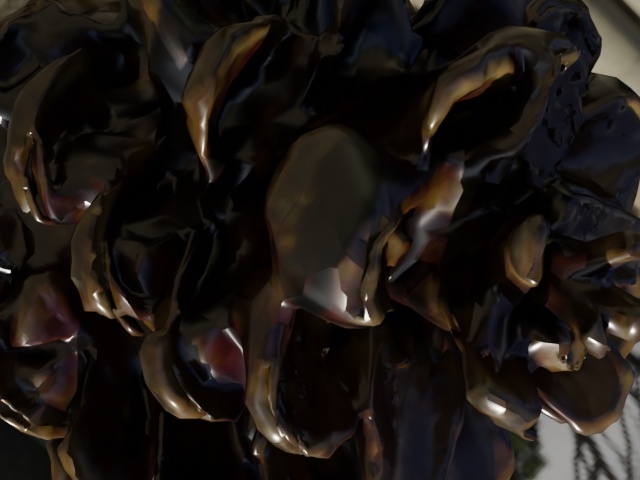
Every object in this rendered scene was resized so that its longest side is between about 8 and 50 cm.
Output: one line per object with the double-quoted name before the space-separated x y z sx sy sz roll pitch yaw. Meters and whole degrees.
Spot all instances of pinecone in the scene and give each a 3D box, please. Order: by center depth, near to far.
"pinecone" 0.003 -0.009 0.517 0.257 0.243 0.243 -14 -147 31
